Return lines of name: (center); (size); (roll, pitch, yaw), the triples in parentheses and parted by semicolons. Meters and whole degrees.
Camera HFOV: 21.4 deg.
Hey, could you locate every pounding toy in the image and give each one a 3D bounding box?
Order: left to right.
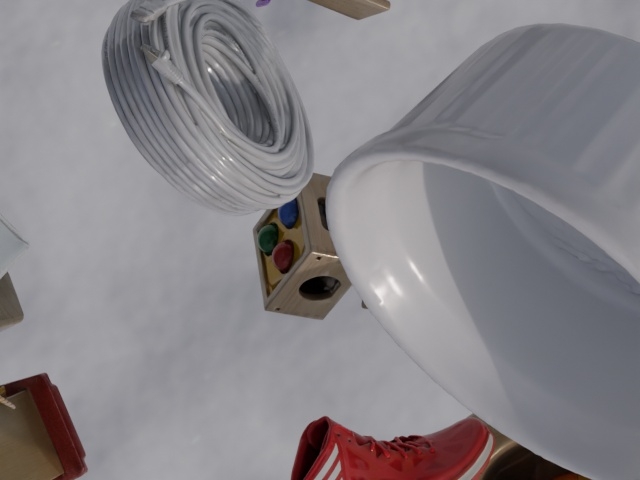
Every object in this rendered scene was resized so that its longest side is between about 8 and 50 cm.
pounding toy: (0.004, 0.004, 2.009); (0.094, 0.181, 0.206); (11, 139, -26)

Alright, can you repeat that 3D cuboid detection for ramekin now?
ramekin: (0.152, 0.007, 0.981); (0.277, 0.135, 0.277); (34, 155, 18)

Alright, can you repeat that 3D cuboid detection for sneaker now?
sneaker: (0.066, 0.206, 1.637); (0.087, 0.221, 0.128); (-5, 116, 57)

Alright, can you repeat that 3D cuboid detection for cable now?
cable: (-0.108, -0.142, 1.703); (0.089, 0.257, 0.257); (-27, 105, 24)

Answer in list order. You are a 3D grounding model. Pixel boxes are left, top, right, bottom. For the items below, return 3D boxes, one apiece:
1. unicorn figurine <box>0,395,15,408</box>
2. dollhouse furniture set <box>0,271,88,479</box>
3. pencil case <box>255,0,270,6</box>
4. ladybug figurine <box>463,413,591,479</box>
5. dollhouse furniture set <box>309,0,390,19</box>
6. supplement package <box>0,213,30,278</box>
unicorn figurine: (-0.333, 0.087, 1.357); (0.111, 0.060, 0.162); (-26, 88, -1)
dollhouse furniture set: (-0.388, 0.100, 1.571); (0.152, 0.201, 0.374); (-23, 89, 32)
pencil case: (0.009, -0.246, 1.079); (0.088, 0.206, 0.086); (52, 166, -16)
ladybug figurine: (0.313, 0.302, 1.870); (0.449, 0.162, 0.305); (-11, 72, 10)
dollhouse furniture set: (0.030, -0.281, 1.385); (0.144, 0.123, 0.151); (-5, 68, 63)
supplement package: (-0.314, 0.048, 0.774); (0.198, 0.262, 0.199); (45, 131, -9)
